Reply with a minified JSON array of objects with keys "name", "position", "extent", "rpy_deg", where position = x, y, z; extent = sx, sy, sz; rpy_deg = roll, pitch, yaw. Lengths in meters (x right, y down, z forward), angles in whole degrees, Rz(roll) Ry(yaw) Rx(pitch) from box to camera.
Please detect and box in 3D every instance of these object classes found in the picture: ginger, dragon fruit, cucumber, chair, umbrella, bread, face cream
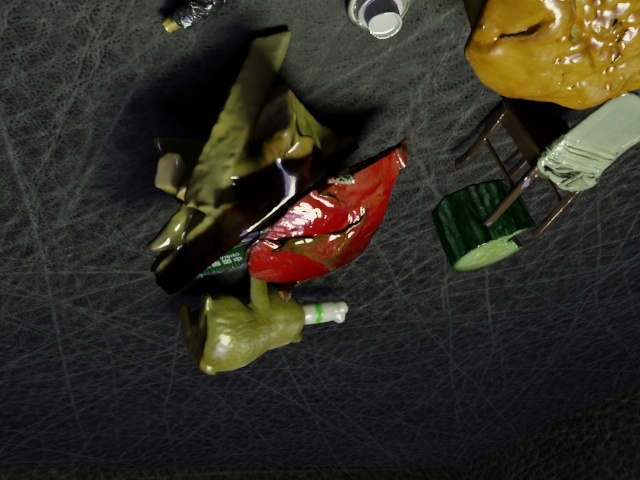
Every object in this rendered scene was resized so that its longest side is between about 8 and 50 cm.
[{"name":"ginger","position":[-0.129,-0.119,1.113],"extent":[0.413,0.211,0.358],"rpy_deg":[-36,-178,36]},{"name":"dragon fruit","position":[0.000,0.000,1.183],"extent":[0.282,0.100,0.343],"rpy_deg":[-23,161,-34]},{"name":"cucumber","position":[0.327,-0.017,1.483],"extent":[0.191,0.130,0.191],"rpy_deg":[-10,154,-5]},{"name":"chair","position":[0.392,-0.166,1.202],"extent":[0.160,0.186,0.319],"rpy_deg":[11,135,-31]},{"name":"umbrella","position":[-0.139,-0.306,0.928],"extent":[0.144,0.037,0.040],"rpy_deg":[-23,146,15]},{"name":"bread","position":[0.360,-0.336,0.888],"extent":[0.399,0.215,0.398],"rpy_deg":[-9,148,-6]},{"name":"face cream","position":[0.044,-0.312,0.795],"extent":[0.075,0.229,0.075],"rpy_deg":[-9,150,-5]}]

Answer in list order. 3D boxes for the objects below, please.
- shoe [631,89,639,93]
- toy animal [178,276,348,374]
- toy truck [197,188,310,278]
[{"name":"shoe","position":[0.620,-0.261,1.223],"extent":[0.245,0.095,0.137],"rpy_deg":[-5,145,-18]},{"name":"toy animal","position":[-0.131,0.162,1.593],"extent":[0.363,0.180,0.181],"rpy_deg":[-16,165,-40]},{"name":"toy truck","position":[-0.129,-0.017,1.358],"extent":[0.259,0.088,0.121],"rpy_deg":[-14,148,5]}]
